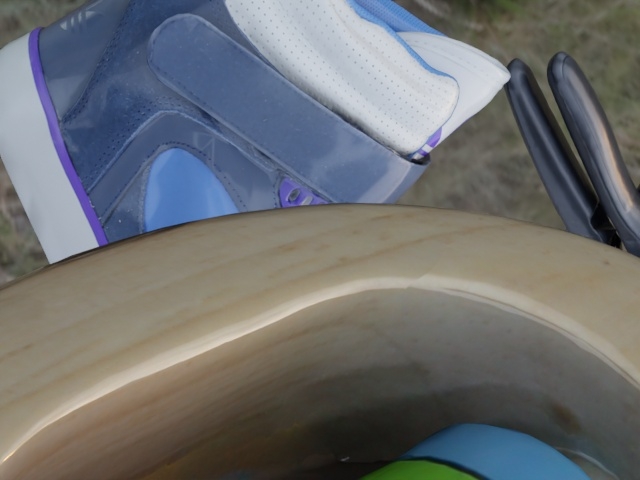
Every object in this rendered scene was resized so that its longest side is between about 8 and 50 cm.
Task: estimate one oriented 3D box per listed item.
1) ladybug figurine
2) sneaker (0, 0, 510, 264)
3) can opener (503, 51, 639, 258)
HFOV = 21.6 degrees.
[{"bbox_3d":[0.006,0.140,0.490,0.449,0.305,0.162,-19,148,-40],"label":"ladybug figurine"},{"bbox_3d":[0.000,-0.001,0.843,0.236,0.130,0.323,-21,109,10],"label":"sneaker"},{"bbox_3d":[0.145,-0.026,0.882,0.059,0.073,0.186,-18,129,31],"label":"can opener"}]
